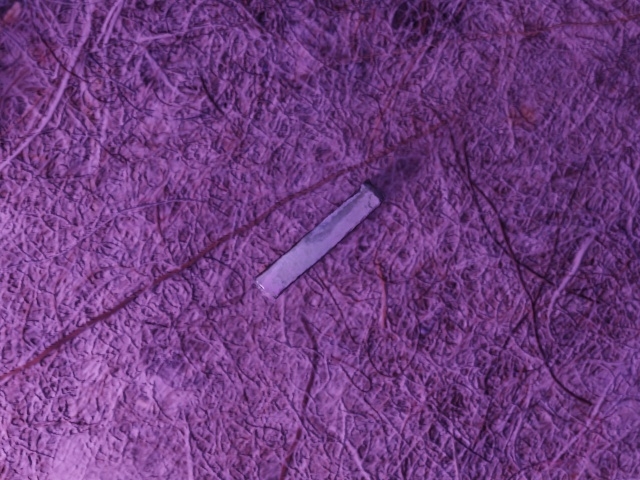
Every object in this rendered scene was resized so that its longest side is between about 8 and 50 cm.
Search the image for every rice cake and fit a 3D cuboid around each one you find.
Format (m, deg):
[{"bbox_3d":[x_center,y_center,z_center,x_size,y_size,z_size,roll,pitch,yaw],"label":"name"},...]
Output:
[{"bbox_3d":[0.000,0.000,1.409,0.211,0.034,0.043,-41,89,-1],"label":"rice cake"}]
